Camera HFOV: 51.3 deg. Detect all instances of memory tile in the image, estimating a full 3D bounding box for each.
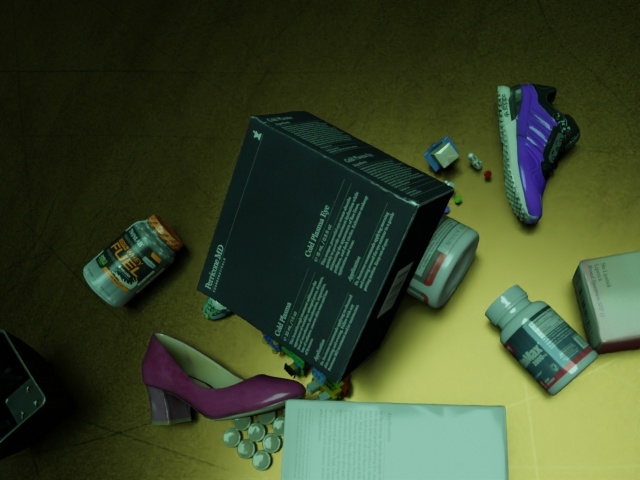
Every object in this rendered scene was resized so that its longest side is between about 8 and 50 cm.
[{"bbox_3d":[-0.112,0.351,1.278,0.113,0.012,0.148,29,82,21],"label":"memory tile"}]

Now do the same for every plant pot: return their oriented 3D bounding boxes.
[{"bbox_3d":[-0.610,0.319,1.332,0.187,0.167,0.188,-42,66,-2],"label":"plant pot"}]

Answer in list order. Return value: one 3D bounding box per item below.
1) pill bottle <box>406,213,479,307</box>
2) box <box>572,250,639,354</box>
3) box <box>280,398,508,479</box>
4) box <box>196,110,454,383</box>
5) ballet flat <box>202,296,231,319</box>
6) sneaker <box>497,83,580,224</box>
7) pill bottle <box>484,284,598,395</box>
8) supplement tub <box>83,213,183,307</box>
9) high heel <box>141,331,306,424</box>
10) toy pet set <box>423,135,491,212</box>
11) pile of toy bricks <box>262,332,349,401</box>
[{"bbox_3d":[0.137,-0.009,1.255,0.283,0.161,0.161,31,82,21],"label":"pill bottle"},{"bbox_3d":[0.567,0.097,1.130,0.232,0.127,0.148,-11,69,11],"label":"box"},{"bbox_3d":[0.130,0.361,1.104,0.345,0.215,0.168,-1,71,13],"label":"box"},{"bbox_3d":[0.000,0.000,1.136,0.312,0.179,0.343,31,115,19],"label":"box"},{"bbox_3d":[-0.167,0.094,1.351,0.188,0.070,0.070,-33,67,2],"label":"ballet flat"},{"bbox_3d":[0.423,-0.177,1.272,0.146,0.102,0.293,-6,71,12],"label":"sneaker"},{"bbox_3d":[0.378,0.169,1.164,0.108,0.108,0.180,-41,67,-2],"label":"pill bottle"},{"bbox_3d":[-0.388,0.040,1.396,0.190,0.117,0.117,-43,67,-2],"label":"supplement tub"},{"bbox_3d":[-0.193,0.238,1.230,0.377,0.127,0.181,-13,77,29],"label":"high heel"},{"bbox_3d":[0.257,-0.139,1.337,0.122,0.065,0.114,-38,102,3],"label":"toy pet set"},{"bbox_3d":[-0.015,0.198,1.269,0.105,0.118,0.212,-22,48,-36],"label":"pile of toy bricks"}]
